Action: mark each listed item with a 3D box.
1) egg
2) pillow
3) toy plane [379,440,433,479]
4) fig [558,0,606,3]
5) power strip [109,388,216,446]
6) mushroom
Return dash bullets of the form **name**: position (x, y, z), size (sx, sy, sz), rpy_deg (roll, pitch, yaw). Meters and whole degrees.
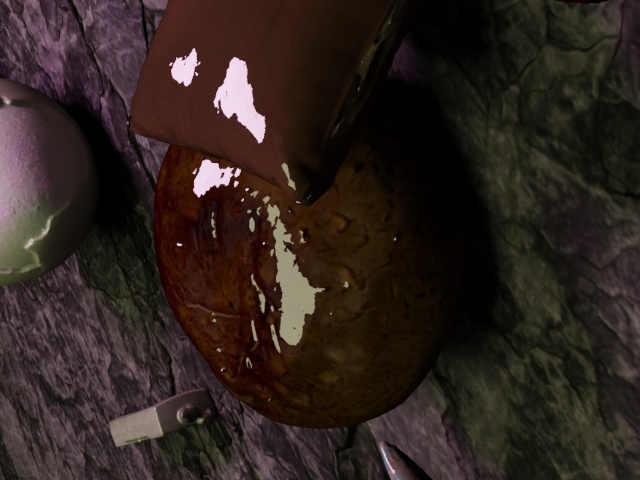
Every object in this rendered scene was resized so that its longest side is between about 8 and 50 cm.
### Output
- **egg**: position (-0.435, -0.078, 1.896), size (0.336, 0.278, 0.278), rpy_deg (13, 119, 52)
- **pillow**: position (-0.028, -0.201, 1.162), size (0.305, 0.108, 0.308), rpy_deg (25, 88, 53)
- **toy plane**: position (0.162, 0.298, 1.280), size (0.326, 0.104, 0.223), rpy_deg (56, 148, 32)
- **fig**: position (0.154, -0.238, 0.945), size (0.201, 0.133, 0.146), rpy_deg (-126, 54, -68)
- **power strip**: position (-0.225, 0.249, 1.954), size (0.286, 0.080, 0.048), rpy_deg (-29, 77, 63)
- **mushroom**: position (-0.017, 0.003, 1.288), size (0.345, 0.239, 0.345), rpy_deg (17, 125, 26)
